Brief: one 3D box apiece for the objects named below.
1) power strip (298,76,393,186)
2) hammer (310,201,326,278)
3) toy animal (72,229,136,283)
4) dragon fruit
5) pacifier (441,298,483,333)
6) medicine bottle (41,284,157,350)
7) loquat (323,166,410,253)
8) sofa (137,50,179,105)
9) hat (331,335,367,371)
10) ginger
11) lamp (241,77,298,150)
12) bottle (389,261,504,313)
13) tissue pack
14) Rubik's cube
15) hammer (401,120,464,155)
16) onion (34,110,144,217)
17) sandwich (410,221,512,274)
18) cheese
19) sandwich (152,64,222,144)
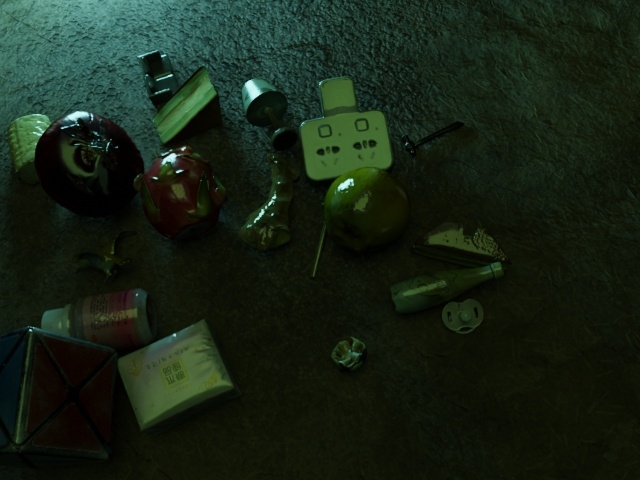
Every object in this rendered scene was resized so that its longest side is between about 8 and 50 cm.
[{"bbox_3d":[0.060,-0.280,1.952,0.229,0.141,0.261,-9,81,0],"label":"power strip"},{"bbox_3d":[0.000,0.000,1.859,0.028,0.060,0.195,6,72,23],"label":"hammer"},{"bbox_3d":[-0.548,0.064,1.848,0.155,0.219,0.095,-43,87,25],"label":"toy animal"},{"bbox_3d":[-0.342,-0.118,1.845,0.224,0.224,0.227,-22,87,-6],"label":"dragon fruit"},{"bbox_3d":[0.339,0.181,1.749,0.099,0.078,0.081,-10,87,-2],"label":"pacifier"},{"bbox_3d":[-0.520,0.196,1.759,0.247,0.147,0.147,-10,67,0],"label":"medicine bottle"},{"bbox_3d":[0.121,-0.090,1.818,0.213,0.213,0.246,26,53,14],"label":"loquat"},{"bbox_3d":[-0.451,-0.460,2.077,0.085,0.060,0.147,-17,67,-4],"label":"sofa"},{"bbox_3d":[0.070,0.270,1.737,0.076,0.059,0.077,28,65,31],"label":"hat"},{"bbox_3d":[-0.127,-0.095,1.897,0.131,0.086,0.294,0,59,13],"label":"ginger"},{"bbox_3d":[-0.135,-0.335,1.969,0.121,0.121,0.214,-24,56,-7],"label":"lamp"},{"bbox_3d":[0.300,0.104,1.764,0.270,0.083,0.083,-19,67,6],"label":"bottle"},{"bbox_3d":[-0.325,0.313,1.706,0.225,0.124,0.185,-25,69,-6],"label":"tissue pack"},{"bbox_3d":[-0.616,0.347,1.601,0.260,0.255,0.259,-13,64,28],"label":"Rubik's cube"},{"bbox_3d":[0.302,-0.283,1.978,0.178,0.021,0.065,-26,67,-8],"label":"hammer"},{"bbox_3d":[-0.599,-0.183,1.907,0.273,0.285,0.273,16,62,-32],"label":"onion"},{"bbox_3d":[0.347,0.008,1.814,0.244,0.090,0.088,14,71,9],"label":"sandwich"},{"bbox_3d":[-0.766,-0.246,1.990,0.123,0.094,0.167,-24,63,4],"label":"cheese"},{"bbox_3d":[-0.364,-0.358,1.985,0.187,0.144,0.117,-23,65,-7],"label":"sandwich"}]
